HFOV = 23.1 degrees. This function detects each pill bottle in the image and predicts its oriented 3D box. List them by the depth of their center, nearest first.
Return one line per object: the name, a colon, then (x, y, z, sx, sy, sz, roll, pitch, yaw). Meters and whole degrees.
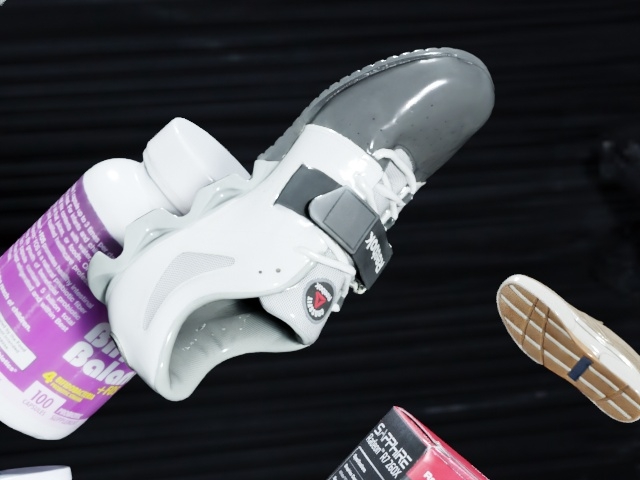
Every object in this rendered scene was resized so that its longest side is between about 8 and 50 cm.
pill bottle: (-0.195, 0.032, 1.458, 0.301, 0.169, 0.169, -43, -147, 13)

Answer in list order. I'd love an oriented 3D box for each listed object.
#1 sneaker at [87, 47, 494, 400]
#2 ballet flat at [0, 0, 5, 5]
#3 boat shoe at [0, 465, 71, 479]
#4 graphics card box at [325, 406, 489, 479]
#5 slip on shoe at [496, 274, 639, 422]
sneaker: (0.000, 0.000, 1.106, 0.122, 0.330, 0.146, 47, 10, -47)
ballet flat: (-0.231, -0.251, 1.159, 0.107, 0.106, 0.316, -35, -146, 52)
boat shoe: (-0.317, 0.248, 1.334, 0.080, 0.228, 0.076, -9, -88, 57)
graphics card box: (0.023, 0.336, 1.196, 0.371, 0.233, 0.094, -48, -157, 1)
slip on shoe: (0.184, 0.071, 1.116, 0.041, 0.135, 0.051, -46, 173, -46)
